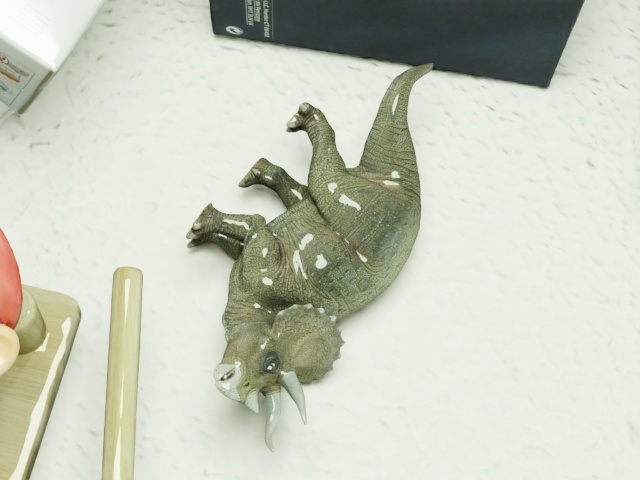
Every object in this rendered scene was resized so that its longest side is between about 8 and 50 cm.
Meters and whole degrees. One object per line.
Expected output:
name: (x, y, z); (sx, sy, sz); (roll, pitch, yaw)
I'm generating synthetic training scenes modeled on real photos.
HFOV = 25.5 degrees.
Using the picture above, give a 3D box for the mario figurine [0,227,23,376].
mario figurine: (-0.286, 0.107, 0.848); (0.198, 0.170, 0.320); (24, 72, -28)

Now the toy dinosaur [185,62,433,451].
toy dinosaur: (0.000, 0.000, 1.084); (0.160, 0.121, 0.313); (41, 68, 2)

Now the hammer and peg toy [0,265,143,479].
hammer and peg toy: (-0.271, 0.137, 1.003); (0.361, 0.127, 0.266); (12, 67, 4)

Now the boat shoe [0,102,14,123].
boat shoe: (-0.300, -0.071, 1.059); (0.096, 0.098, 0.277); (29, 43, 21)

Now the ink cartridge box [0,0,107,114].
ink cartridge box: (-0.263, -0.296, 1.025); (0.309, 0.130, 0.272); (35, 69, -14)

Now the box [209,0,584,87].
box: (0.076, -0.308, 1.152); (0.294, 0.183, 0.296); (10, 70, 3)
